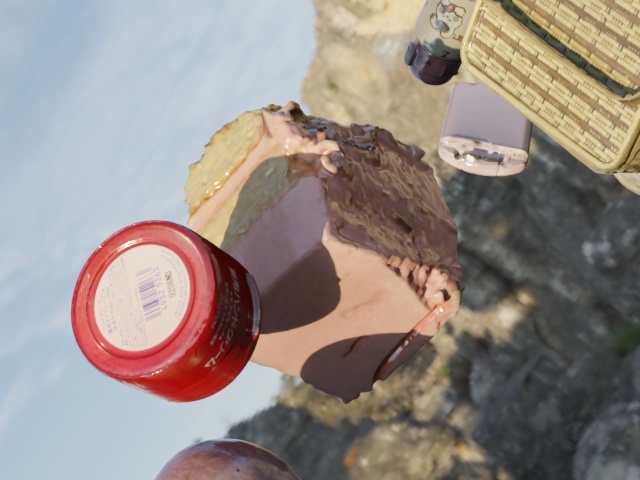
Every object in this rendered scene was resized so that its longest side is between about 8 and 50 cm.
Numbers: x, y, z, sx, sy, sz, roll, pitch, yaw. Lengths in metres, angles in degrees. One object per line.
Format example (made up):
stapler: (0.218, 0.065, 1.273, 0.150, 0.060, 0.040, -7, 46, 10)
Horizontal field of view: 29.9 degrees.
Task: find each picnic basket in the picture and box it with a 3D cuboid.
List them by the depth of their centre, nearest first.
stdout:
picnic basket: (0.268, -0.221, 0.979, 0.175, 0.228, 0.313, -2, -54, -35)

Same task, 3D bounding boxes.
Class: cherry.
cherry: (-0.104, 0.353, 1.340, 0.239, 0.206, 0.239, -3, -90, -90)

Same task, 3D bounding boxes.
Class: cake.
cake: (0.000, 0.000, 1.638, 0.293, 0.314, 0.307, -42, 40, 32)

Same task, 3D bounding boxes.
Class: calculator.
calculator: (0.188, -0.129, 1.348, 0.175, 0.100, 0.032, -70, -11, -52)

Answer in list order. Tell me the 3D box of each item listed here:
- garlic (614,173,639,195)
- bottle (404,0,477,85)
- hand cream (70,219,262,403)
garlic: (0.387, -0.078, 1.164, 0.218, 0.212, 0.218, -18, 2, 0)
bottle: (0.213, -0.354, 1.919, 0.110, 0.110, 0.233, -48, -12, -49)
hand cream: (-0.173, 0.080, 1.349, 0.193, 0.193, 0.125, -54, -29, 0)
